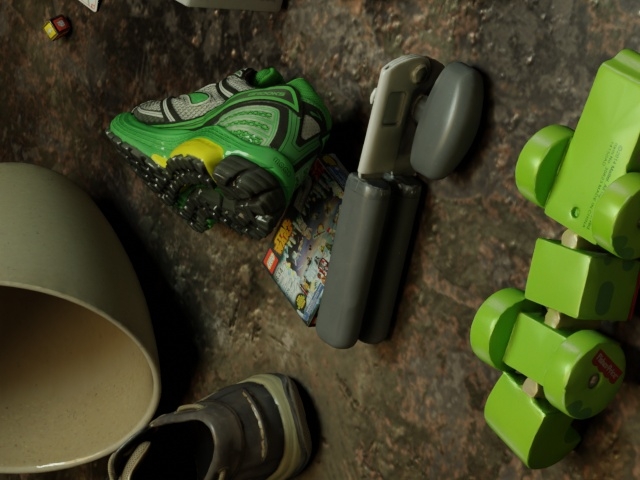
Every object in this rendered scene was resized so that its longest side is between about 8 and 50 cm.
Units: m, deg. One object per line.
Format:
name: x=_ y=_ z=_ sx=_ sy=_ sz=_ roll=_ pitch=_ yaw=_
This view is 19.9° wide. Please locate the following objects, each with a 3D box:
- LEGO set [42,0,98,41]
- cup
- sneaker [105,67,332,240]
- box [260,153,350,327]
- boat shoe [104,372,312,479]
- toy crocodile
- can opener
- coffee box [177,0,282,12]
LEGO set: x=-0.313 y=-0.335 z=1.987 sx=0.182 sy=0.060 sz=0.244 roll=38 pitch=138 yaw=23
cup: x=-0.328 y=0.058 z=1.927 sx=0.331 sy=0.331 sz=0.237 roll=-48 pitch=31 yaw=41
sneaker: x=-0.090 y=-0.092 z=1.755 sx=0.134 sy=0.146 sz=0.343 roll=50 pitch=163 yaw=-25
box: x=0.000 y=0.000 z=1.704 sx=0.094 sy=0.027 sz=0.137 roll=53 pitch=130 yaw=36
boat shoe: x=-0.153 y=0.228 z=1.828 sx=0.355 sy=0.130 sz=0.132 roll=-41 pitch=61 yaw=44
toy crocodile: x=0.206 y=0.021 z=1.408 sx=0.115 sy=0.105 sz=0.341 roll=30 pitch=111 yaw=46
can opener: x=0.061 y=-0.029 z=1.590 sx=0.093 sy=0.074 sz=0.280 roll=38 pitch=121 yaw=42
coffee box: x=-0.095 y=-0.384 z=1.720 sx=0.168 sy=0.118 sz=0.297 roll=34 pitch=118 yaw=45
